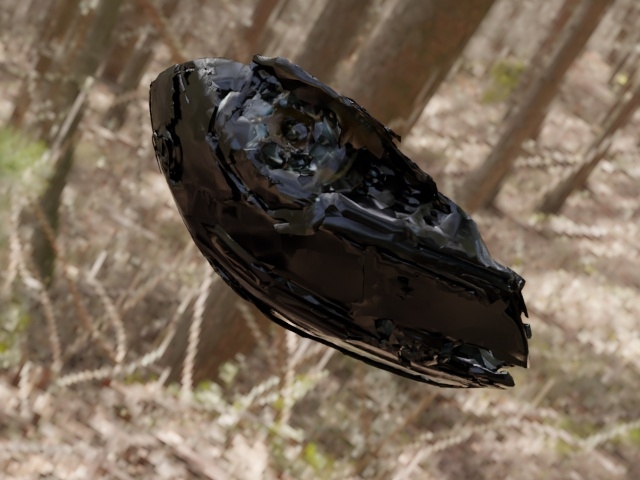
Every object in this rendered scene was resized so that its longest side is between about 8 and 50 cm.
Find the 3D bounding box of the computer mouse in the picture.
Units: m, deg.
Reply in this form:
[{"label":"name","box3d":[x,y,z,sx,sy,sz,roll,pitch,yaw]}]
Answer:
[{"label":"computer mouse","box3d":[0.000,0.000,0.787,0.242,0.146,0.077,36,66,7]}]
